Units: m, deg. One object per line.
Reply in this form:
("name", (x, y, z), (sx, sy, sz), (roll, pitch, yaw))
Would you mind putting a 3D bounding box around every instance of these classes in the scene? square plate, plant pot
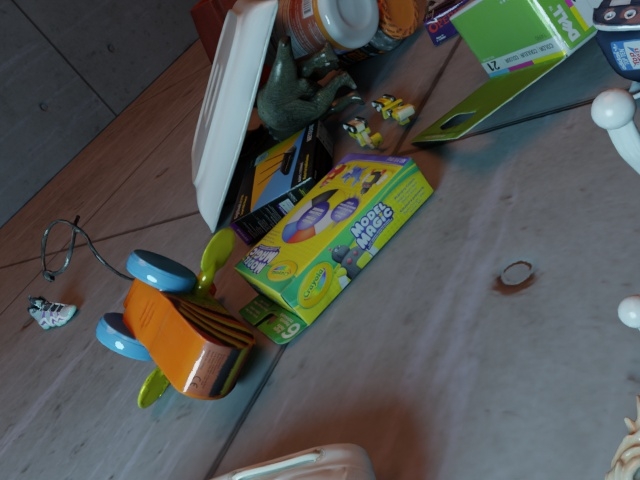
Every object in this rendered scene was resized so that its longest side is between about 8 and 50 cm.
("square plate", (-0.157, -0.232, 0.998), (0.344, 0.049, 0.347), (-118, 44, -63))
("plant pot", (-0.125, -0.469, 1.332), (0.267, 0.236, 0.267), (-45, 27, -11))

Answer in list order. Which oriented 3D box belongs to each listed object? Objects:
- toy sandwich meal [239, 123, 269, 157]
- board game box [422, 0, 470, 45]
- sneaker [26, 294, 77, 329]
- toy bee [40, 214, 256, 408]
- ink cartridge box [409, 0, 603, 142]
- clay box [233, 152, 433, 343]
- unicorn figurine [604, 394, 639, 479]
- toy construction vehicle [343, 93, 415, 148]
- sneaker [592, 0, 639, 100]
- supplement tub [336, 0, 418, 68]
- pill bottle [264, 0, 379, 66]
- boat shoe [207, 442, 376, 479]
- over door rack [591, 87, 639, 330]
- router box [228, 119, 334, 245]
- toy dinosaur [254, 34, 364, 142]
("toy sandwich meal", (-0.133, -0.185, 1.127), (0.085, 0.029, 0.085), (-30, 28, 18))
("board game box", (0.278, -0.457, 1.018), (0.208, 0.056, 0.347), (-20, 32, 26))
("sneaker", (-0.463, 0.114, 1.030), (0.098, 0.069, 0.038), (-22, 31, 30))
("toy bee", (-0.151, 0.060, 0.652), (0.195, 0.162, 0.298), (-47, 55, 17))
("ink cartridge box", (0.192, -0.219, 0.648), (0.255, 0.097, 0.189), (-38, 11, 0))
("clay box", (0.000, 0.000, 0.641), (0.222, 0.053, 0.127), (-45, 27, -14))
("unicorn figurine", (0.182, 0.117, 0.235), (0.111, 0.060, 0.162), (-46, 11, -13))
("toy construction vehicle", (0.082, -0.158, 0.816), (0.086, 0.035, 0.098), (-32, 28, -11))
("sneaker", (0.297, -0.145, 0.443), (0.153, 0.099, 0.282), (-23, 27, 27))
("supplement tub", (0.072, -0.378, 1.073), (0.190, 0.117, 0.117), (-3, 43, 51))
("pill bottle", (-0.017, -0.352, 0.998), (0.216, 0.121, 0.121), (0, 46, 51))
("boat shoe", (-0.083, 0.201, 0.389), (0.267, 0.096, 0.088), (-29, 24, 16))
("over door rack", (0.258, -0.107, 0.264), (0.239, 0.108, 0.324), (1, 84, 51))
("router box", (-0.049, -0.084, 0.842), (0.133, 0.046, 0.179), (-28, 28, 20))
("toy dinosaur", (-0.032, -0.209, 0.900), (0.160, 0.121, 0.313), (-35, 5, 7))
